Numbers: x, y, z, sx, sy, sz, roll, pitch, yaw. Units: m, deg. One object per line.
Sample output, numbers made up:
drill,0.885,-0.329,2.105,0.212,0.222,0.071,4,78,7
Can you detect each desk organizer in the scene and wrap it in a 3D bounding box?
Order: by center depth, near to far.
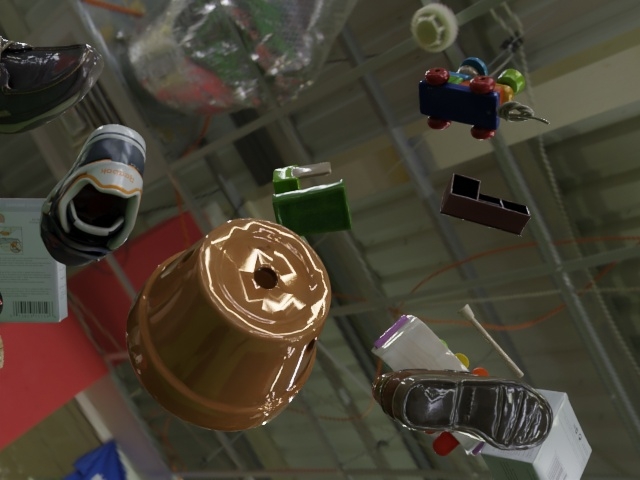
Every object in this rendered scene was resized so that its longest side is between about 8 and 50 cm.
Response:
desk organizer,0.253,-0.055,1.291,0.130,0.047,0.050,16,-34,0

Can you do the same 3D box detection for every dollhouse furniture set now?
dollhouse furniture set,0.000,0.000,1.837,0.151,0.197,0.301,-10,-66,3

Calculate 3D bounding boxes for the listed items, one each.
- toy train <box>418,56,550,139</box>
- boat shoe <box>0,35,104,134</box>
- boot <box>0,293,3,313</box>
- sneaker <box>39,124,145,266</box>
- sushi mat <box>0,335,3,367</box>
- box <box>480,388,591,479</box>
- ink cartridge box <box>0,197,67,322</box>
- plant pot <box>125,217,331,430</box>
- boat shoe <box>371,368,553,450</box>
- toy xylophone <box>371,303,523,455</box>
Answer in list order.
toy train,0.303,-0.243,1.438,0.248,0.143,0.105,19,-48,35
boat shoe,-0.503,-0.242,1.302,0.355,0.132,0.130,-12,-44,20
boot,-0.475,0.127,1.015,0.176,0.244,0.088,-32,-72,12
sneaker,-0.365,-0.033,1.320,0.126,0.127,0.321,15,-41,-22
sushi mat,-0.750,0.288,1.637,0.019,0.316,0.151,38,-41,18
box,0.428,0.417,1.680,0.119,0.182,0.181,0,-49,42
ink cartridge box,-0.629,0.036,1.621,0.275,0.060,0.239,0,-83,1
plant pot,-0.116,0.104,1.236,0.291,0.291,0.203,46,-42,7
boat shoe,0.222,0.246,1.309,0.104,0.307,0.111,13,-95,62
toy xylophone,0.273,0.282,1.761,0.323,0.236,0.081,55,-6,6
